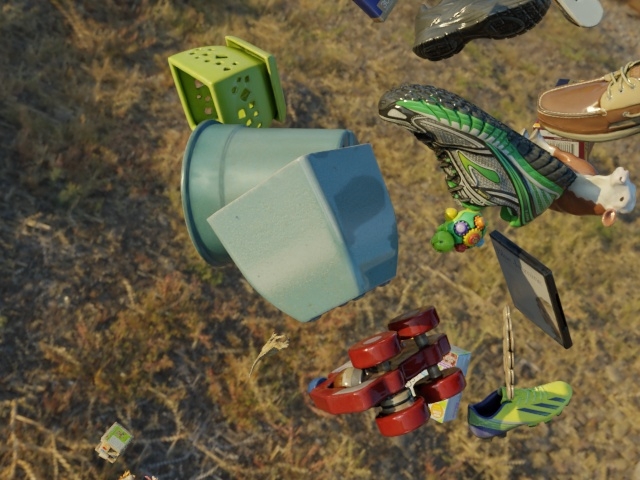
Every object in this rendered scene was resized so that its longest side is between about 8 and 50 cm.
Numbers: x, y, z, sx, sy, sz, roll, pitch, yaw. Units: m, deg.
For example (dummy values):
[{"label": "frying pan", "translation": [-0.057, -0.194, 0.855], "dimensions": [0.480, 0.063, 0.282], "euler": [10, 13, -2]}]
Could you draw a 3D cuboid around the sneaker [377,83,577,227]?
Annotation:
[{"label": "sneaker", "translation": [0.227, -0.121, 1.157], "dimensions": [0.344, 0.146, 0.134], "euler": [28, 17, -21]}]

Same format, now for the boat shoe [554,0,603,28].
[{"label": "boat shoe", "translation": [0.434, -0.458, 1.378], "dimensions": [0.183, 0.065, 0.083], "euler": [53, 11, -7]}]

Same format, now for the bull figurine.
[{"label": "bull figurine", "translation": [0.416, -0.109, 1.320], "dimensions": [0.188, 0.101, 0.310], "euler": [38, 2, -3]}]

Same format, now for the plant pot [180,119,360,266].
[{"label": "plant pot", "translation": [-0.085, -0.111, 1.718], "dimensions": [0.334, 0.341, 0.341], "euler": [-1, 23, 18]}]

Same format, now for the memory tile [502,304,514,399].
[{"label": "memory tile", "translation": [0.334, 0.200, 1.360], "dimensions": [0.012, 0.148, 0.113], "euler": [-2, 30, 10]}]

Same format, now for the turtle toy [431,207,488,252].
[{"label": "turtle toy", "translation": [0.272, -0.014, 1.490], "dimensions": [0.130, 0.095, 0.066], "euler": [-16, 38, -14]}]

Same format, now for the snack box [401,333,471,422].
[{"label": "snack box", "translation": [0.250, 0.324, 1.876], "dimensions": [0.207, 0.174, 0.070], "euler": [21, 14, 41]}]

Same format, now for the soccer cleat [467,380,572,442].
[{"label": "soccer cleat", "translation": [0.514, 0.418, 1.969], "dimensions": [0.289, 0.121, 0.093], "euler": [-21, 17, -6]}]

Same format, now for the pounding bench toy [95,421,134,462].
[{"label": "pounding bench toy", "translation": [-0.460, 0.454, 1.669], "dimensions": [0.052, 0.065, 0.083], "euler": [38, 40, 2]}]

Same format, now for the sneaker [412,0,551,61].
[{"label": "sneaker", "translation": [0.313, -0.463, 1.533], "dimensions": [0.109, 0.286, 0.130], "euler": [30, 54, -59]}]

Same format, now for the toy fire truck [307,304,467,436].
[{"label": "toy fire truck", "translation": [0.109, 0.256, 1.461], "dimensions": [0.302, 0.254, 0.169], "euler": [-25, 92, -45]}]

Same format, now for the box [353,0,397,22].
[{"label": "box", "translation": [0.057, -0.476, 1.231], "dimensions": [0.225, 0.136, 0.036], "euler": [34, -3, -29]}]

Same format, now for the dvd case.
[{"label": "dvd case", "translation": [0.451, 0.106, 1.635], "dimensions": [0.180, 0.022, 0.253], "euler": [47, -11, 50]}]

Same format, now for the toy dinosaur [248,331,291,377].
[{"label": "toy dinosaur", "translation": [-0.135, 0.286, 1.998], "dimensions": [0.053, 0.183, 0.092], "euler": [50, 42, 3]}]

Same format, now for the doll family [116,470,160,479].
[{"label": "doll family", "translation": [-0.428, 0.529, 1.503], "dimensions": [0.118, 0.263, 0.163], "euler": [44, 13, 8]}]

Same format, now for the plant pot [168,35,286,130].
[{"label": "plant pot", "translation": [-0.224, -0.380, 1.950], "dimensions": [0.207, 0.227, 0.228], "euler": [-34, 45, -22]}]

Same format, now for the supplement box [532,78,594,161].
[{"label": "supplement box", "translation": [0.504, -0.242, 1.537], "dimensions": [0.104, 0.080, 0.188], "euler": [11, 45, 28]}]

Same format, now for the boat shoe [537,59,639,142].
[{"label": "boat shoe", "translation": [0.528, -0.246, 1.270], "dimensions": [0.324, 0.120, 0.122], "euler": [-1, 54, 19]}]

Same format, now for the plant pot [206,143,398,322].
[{"label": "plant pot", "translation": [0.000, 0.000, 1.386], "dimensions": [0.247, 0.248, 0.252], "euler": [-21, 83, -57]}]
